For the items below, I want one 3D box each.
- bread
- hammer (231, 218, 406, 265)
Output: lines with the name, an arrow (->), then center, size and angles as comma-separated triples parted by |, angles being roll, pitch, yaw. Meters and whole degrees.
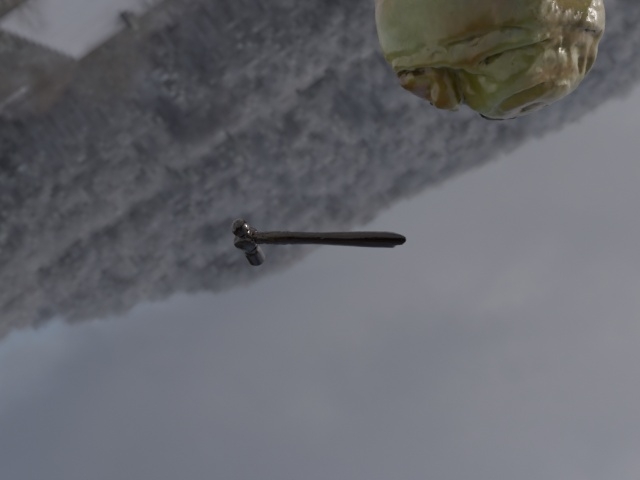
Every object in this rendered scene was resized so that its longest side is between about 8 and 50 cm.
bread -> 0.093, -0.182, 0.759 | 0.128, 0.232, 0.088 | 2, 166, -3
hammer -> 0.000, 0.000, 1.400 | 0.178, 0.065, 0.021 | -1, -126, 14
